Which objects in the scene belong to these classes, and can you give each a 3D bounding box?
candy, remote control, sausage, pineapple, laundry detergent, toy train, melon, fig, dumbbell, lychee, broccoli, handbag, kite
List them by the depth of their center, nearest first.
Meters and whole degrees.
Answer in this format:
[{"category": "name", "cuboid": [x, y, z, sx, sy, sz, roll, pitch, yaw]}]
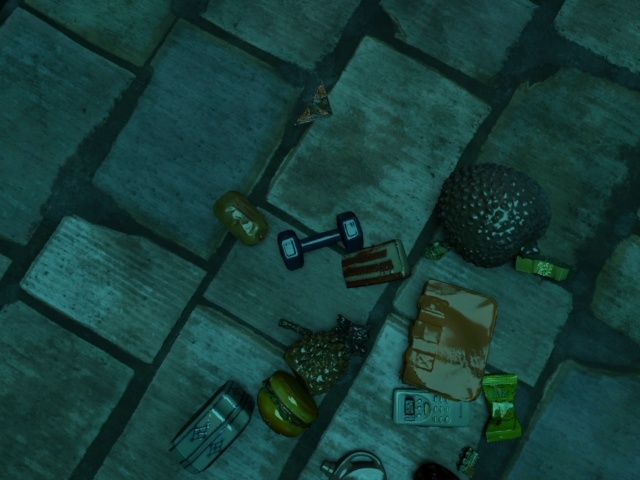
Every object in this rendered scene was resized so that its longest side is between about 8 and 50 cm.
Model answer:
[{"category": "lychee", "cuboid": [0.626, -0.097, 1.672, 0.381, 0.380, 0.432, -34, 59, -3]}, {"category": "fig", "cuboid": [0.475, 0.931, 1.687, 0.275, 0.145, 0.169, 20, 86, -12]}, {"category": "pineapple", "cuboid": [0.051, 0.401, 1.706, 0.357, 0.223, 0.222, -35, 86, -13]}, {"category": "laundry detergent", "cuboid": [0.130, 0.866, 1.717, 0.237, 0.076, 0.171, 29, 84, 5]}, {"category": "handbag", "cuboid": [0.479, 0.378, 1.722, 0.304, 0.116, 0.409, 17, 77, 5]}, {"category": "toy train", "cuboid": [0.562, 0.838, 1.734, 0.064, 0.044, 0.103, 25, 87, -1]}, {"category": "candy", "cuboid": [0.691, 0.636, 1.741, 0.149, 0.069, 0.246, -4, 84, 2]}, {"category": "remote control", "cuboid": [0.425, 0.641, 1.746, 0.297, 0.056, 0.140, 3, 86, 1]}, {"category": "dumbbell", "cuboid": [0.000, 0.000, 1.764, 0.325, 0.159, 0.144, -16, 53, -1]}, {"category": "melon", "cuboid": [0.852, 0.106, 1.770, 0.210, 0.118, 0.064, 16, 98, 13]}, {"category": "sausage", "cuboid": [-0.309, -0.084, 1.783, 0.136, 0.120, 0.241, -41, 87, 8]}, {"category": "broccoli", "cuboid": [0.460, 0.034, 1.788, 0.097, 0.092, 0.095, 16, 71, 19]}, {"category": "kite", "cuboid": [0.003, -0.542, 1.884, 0.125, 0.008, 0.222, 30, 86, 0]}]

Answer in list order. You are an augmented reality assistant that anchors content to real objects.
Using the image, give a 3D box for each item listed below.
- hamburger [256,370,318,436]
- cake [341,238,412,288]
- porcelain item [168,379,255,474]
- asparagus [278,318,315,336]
[{"category": "hamburger", "cuboid": [-0.135, 0.604, 1.666, 0.246, 0.246, 0.170, 42, 88, 4]}, {"category": "cake", "cuboid": [0.229, 0.090, 1.803, 0.262, 0.160, 0.158, -15, 84, 33]}, {"category": "porcelain item", "cuboid": [-0.377, 0.662, 1.630, 0.281, 0.286, 0.157, -44, 89, -5]}, {"category": "asparagus", "cuboid": [-0.086, 0.349, 1.786, 0.165, 0.030, 0.036, 23, 61, 4]}]
